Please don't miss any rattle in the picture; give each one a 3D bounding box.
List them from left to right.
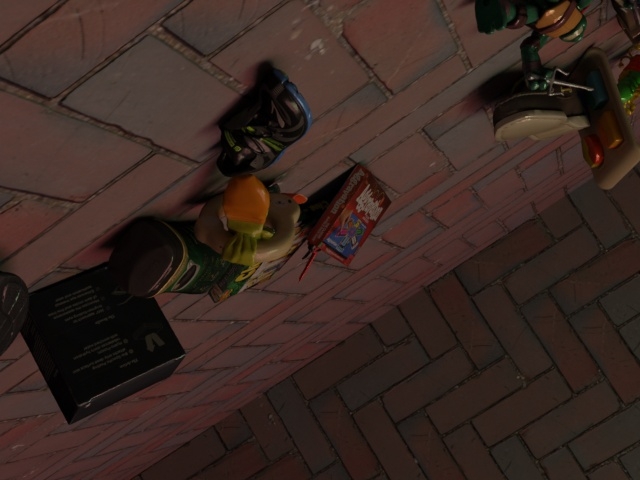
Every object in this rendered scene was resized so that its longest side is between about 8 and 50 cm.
[{"bbox_3d":[-0.071,-0.067,1.270,0.199,0.130,0.143,-37,135,-45],"label":"rattle"}]

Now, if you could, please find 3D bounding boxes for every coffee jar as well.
[{"bbox_3d":[-0.191,0.023,1.275,0.096,0.079,0.184,-50,164,12],"label":"coffee jar"}]

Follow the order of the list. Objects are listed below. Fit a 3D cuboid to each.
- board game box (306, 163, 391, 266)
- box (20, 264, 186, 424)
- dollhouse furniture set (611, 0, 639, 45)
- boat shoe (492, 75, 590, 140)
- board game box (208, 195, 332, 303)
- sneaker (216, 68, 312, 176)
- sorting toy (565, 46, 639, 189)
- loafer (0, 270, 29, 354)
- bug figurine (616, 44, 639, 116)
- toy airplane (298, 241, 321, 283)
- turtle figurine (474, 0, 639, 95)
[{"bbox_3d":[0.054,-0.036,1.655,0.145,0.027,0.281,-57,167,0],"label":"board game box"},{"bbox_3d":[-0.285,0.127,1.279,0.156,0.158,0.093,-24,165,-31],"label":"box"},{"bbox_3d":[0.601,-0.291,1.460,0.198,0.303,0.286,-35,167,17],"label":"dollhouse furniture set"},{"bbox_3d":[0.356,-0.222,1.622,0.116,0.097,0.324,-16,177,32],"label":"boat shoe"},{"bbox_3d":[-0.086,0.018,1.648,0.136,0.030,0.260,-21,163,-35],"label":"board game box"},{"bbox_3d":[-0.066,-0.117,1.071,0.078,0.067,0.188,-32,172,-30],"label":"sneaker"},{"bbox_3d":[0.483,-0.208,1.730,0.038,0.208,0.193,-17,165,-8],"label":"sorting toy"},{"bbox_3d":[-0.379,0.059,1.008,0.109,0.095,0.302,-61,177,-10],"label":"loafer"},{"bbox_3d":[0.596,-0.333,1.735,0.216,0.072,0.279,-49,177,-41],"label":"bug figurine"},{"bbox_3d":[0.000,0.000,1.695,0.151,0.028,0.151,-55,174,-8],"label":"toy airplane"},{"bbox_3d":[0.294,-0.273,1.226,0.234,0.118,0.175,11,121,-49],"label":"turtle figurine"}]
